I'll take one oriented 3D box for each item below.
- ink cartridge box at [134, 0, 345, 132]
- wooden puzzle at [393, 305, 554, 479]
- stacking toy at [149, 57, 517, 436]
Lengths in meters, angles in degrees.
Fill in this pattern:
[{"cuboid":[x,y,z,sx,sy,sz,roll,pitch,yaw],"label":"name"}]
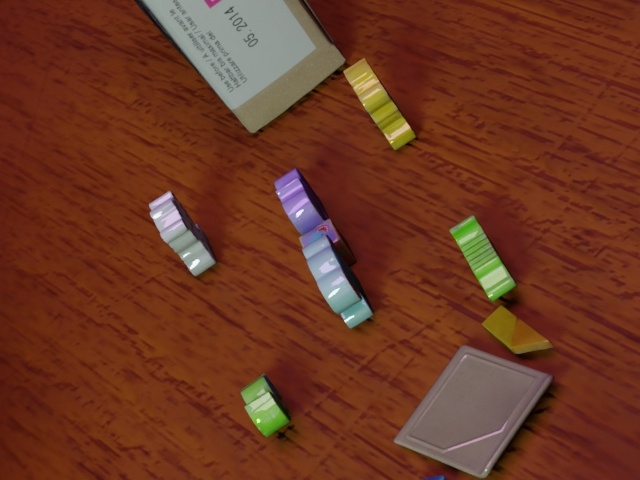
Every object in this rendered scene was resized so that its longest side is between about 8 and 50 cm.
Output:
[{"cuboid":[-0.106,-0.209,1.202,0.088,0.234,0.193,-38,38,-1],"label":"ink cartridge box"},{"cuboid":[0.082,0.089,0.945,0.116,0.014,0.078,-48,36,-13],"label":"wooden puzzle"},{"cuboid":[0.000,0.000,1.061,0.167,0.052,0.221,-34,40,5],"label":"stacking toy"}]
